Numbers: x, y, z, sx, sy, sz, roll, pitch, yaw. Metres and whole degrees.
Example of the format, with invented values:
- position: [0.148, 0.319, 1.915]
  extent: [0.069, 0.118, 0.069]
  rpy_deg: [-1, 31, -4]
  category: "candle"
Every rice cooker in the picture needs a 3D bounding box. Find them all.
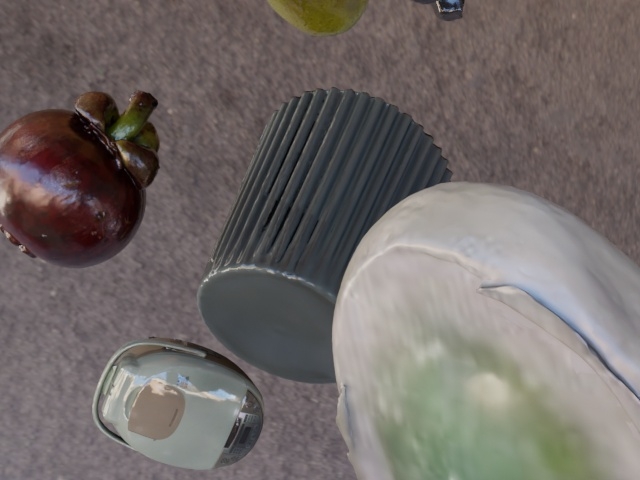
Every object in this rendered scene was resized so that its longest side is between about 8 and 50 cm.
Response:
- position: [-0.169, 0.195, 1.397]
  extent: [0.206, 0.127, 0.145]
  rpy_deg: [22, 99, -13]
  category: "rice cooker"

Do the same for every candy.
- position: [0.177, 0.145, 0.901]
  extent: [0.386, 0.426, 0.186]
  rpy_deg: [-3, 29, 50]
  category: "candy"

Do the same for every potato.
- position: [-0.016, -0.411, 1.631]
  extent: [0.169, 0.143, 0.248]
  rpy_deg: [-17, 102, 19]
  category: "potato"

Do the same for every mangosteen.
- position: [-0.301, -0.089, 1.468]
  extent: [0.257, 0.215, 0.215]
  rpy_deg: [-44, 70, -5]
  category: "mangosteen"

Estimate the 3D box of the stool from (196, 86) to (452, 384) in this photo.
- position: [0.000, 0.000, 1.618]
  extent: [0.297, 0.297, 0.330]
  rpy_deg: [12, 50, 17]
  category: "stool"

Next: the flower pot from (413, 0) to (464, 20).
- position: [0.187, -0.517, 1.905]
  extent: [0.299, 0.299, 0.282]
  rpy_deg: [-12, 91, 12]
  category: "flower pot"
